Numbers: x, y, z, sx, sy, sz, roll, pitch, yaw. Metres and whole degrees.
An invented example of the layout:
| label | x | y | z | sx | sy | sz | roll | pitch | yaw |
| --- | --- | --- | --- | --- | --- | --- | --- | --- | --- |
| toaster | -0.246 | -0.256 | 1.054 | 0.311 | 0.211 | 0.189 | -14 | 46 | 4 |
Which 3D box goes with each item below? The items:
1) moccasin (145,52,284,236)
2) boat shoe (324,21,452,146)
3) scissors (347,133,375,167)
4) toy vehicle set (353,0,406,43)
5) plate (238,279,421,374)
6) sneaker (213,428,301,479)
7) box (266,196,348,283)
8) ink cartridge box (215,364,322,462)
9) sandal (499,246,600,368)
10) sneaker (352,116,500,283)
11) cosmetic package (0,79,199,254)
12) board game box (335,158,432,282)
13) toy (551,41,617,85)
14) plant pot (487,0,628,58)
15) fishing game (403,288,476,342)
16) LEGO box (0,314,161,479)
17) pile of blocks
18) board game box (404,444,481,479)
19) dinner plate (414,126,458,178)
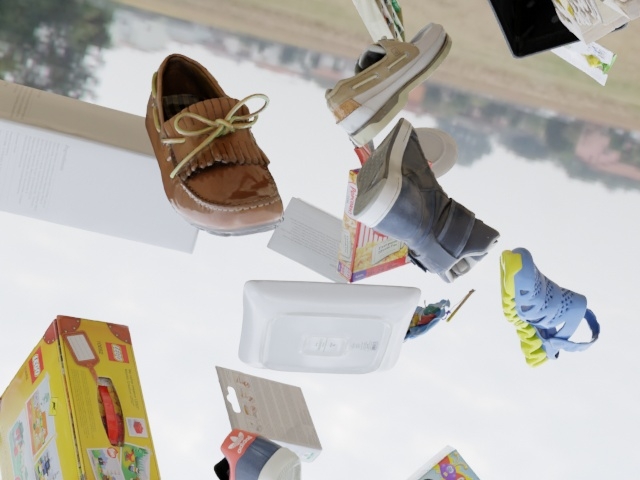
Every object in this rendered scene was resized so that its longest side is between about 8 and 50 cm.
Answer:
| label | x | y | z | sx | sy | sz | roll | pitch | yaw |
| --- | --- | --- | --- | --- | --- | --- | --- | --- | --- |
| moccasin | -0.138 | -0.131 | 1.425 | 0.139 | 0.146 | 0.380 | -6 | -146 | -14 |
| boat shoe | 0.114 | -0.280 | 1.797 | 0.103 | 0.113 | 0.302 | 46 | -131 | -9 |
| scissors | 0.073 | -0.189 | 2.209 | 0.021 | 0.108 | 0.297 | -10 | 168 | 15 |
| toy vehicle set | 0.103 | -0.445 | 2.048 | 0.035 | 0.165 | 0.267 | -14 | 150 | 16 |
| plate | 0.008 | 0.154 | 1.805 | 0.278 | 0.045 | 0.277 | 3 | 147 | -5 |
| sneaker | -0.118 | 0.454 | 2.006 | 0.148 | 0.350 | 0.131 | 28 | -129 | 20 |
| box | 0.000 | 0.000 | 2.283 | 0.182 | 0.119 | 0.181 | 26 | -178 | 1 |
| ink cartridge box | -0.117 | 0.359 | 2.284 | 0.225 | 0.056 | 0.181 | 17 | -148 | -32 |
| sandal | 0.385 | 0.107 | 1.871 | 0.138 | 0.126 | 0.317 | -9 | 148 | 21 |
| sneaker | 0.125 | -0.044 | 1.281 | 0.163 | 0.086 | 0.226 | 32 | -149 | -11 |
| cosmetic package | -0.371 | -0.122 | 1.766 | 0.385 | 0.156 | 0.217 | 15 | -160 | -13 |
| board game box | 0.103 | -0.038 | 1.830 | 0.147 | 0.193 | 0.045 | -18 | -142 | -35 |
| toy | 0.417 | -0.376 | 1.940 | 0.237 | 0.056 | 0.137 | 40 | 173 | 16 |
| plant pot | 0.363 | -0.430 | 1.753 | 0.188 | 0.166 | 0.188 | -14 | 142 | 21 |
| fishing game | 0.184 | 0.166 | 2.300 | 0.264 | 0.041 | 0.189 | -23 | -169 | 43 |
| LEGO box | -0.549 | 0.480 | 2.469 | 0.193 | 0.372 | 0.500 | 13 | -138 | -36 |
| pile of blocks | 0.337 | -0.326 | 1.271 | 0.149 | 0.113 | 0.362 | 59 | -175 | -2 |
| board game box | 0.176 | 0.513 | 1.997 | 0.144 | 0.275 | 0.142 | 50 | 176 | 7 |
| dinner plate | 0.177 | -0.158 | 1.992 | 0.141 | 0.141 | 0.017 | 20 | 148 | 29 |
